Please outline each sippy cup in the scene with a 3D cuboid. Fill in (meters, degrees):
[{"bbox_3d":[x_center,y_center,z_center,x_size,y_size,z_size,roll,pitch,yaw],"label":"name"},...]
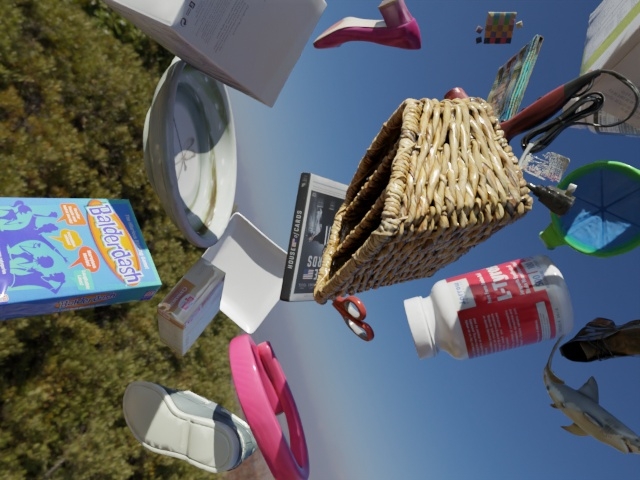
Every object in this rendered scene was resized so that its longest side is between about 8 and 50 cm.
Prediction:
[{"bbox_3d":[0.736,-0.082,1.283,0.224,0.305,0.240,-7,100,-57],"label":"sippy cup"}]

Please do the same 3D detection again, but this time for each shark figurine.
[{"bbox_3d":[0.532,0.311,1.023,0.278,0.116,0.166,45,-21,-5],"label":"shark figurine"}]

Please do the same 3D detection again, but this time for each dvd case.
[{"bbox_3d":[0.000,0.000,0.976,0.179,0.029,0.239,7,92,-58],"label":"dvd case"}]

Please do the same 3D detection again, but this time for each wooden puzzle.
[{"bbox_3d":[0.301,-0.359,0.838,0.006,0.083,0.050,-108,-163,-60],"label":"wooden puzzle"}]

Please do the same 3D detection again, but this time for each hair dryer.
[{"bbox_3d":[0.322,-0.179,0.809,0.293,0.224,0.080,31,4,34],"label":"hair dryer"}]

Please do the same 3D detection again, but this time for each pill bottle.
[{"bbox_3d":[0.824,-0.362,1.335,0.283,0.161,0.161,19,-48,45],"label":"pill bottle"},{"bbox_3d":[0.449,0.196,1.368,0.229,0.407,0.229,-16,90,-81],"label":"pill bottle"}]

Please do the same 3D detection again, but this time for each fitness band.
[{"bbox_3d":[-0.090,0.302,0.895,0.209,0.054,0.291,-105,174,-71],"label":"fitness band"}]

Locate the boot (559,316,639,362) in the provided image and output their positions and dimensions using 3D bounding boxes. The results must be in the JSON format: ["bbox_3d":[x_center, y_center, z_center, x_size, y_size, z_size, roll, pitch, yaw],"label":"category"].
[{"bbox_3d":[0.546,0.201,0.918,0.082,0.106,0.219,63,-9,2],"label":"boot"}]

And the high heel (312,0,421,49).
[{"bbox_3d":[0.099,-0.437,1.090,0.117,0.243,0.082,57,40,-28],"label":"high heel"}]

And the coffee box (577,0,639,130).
[{"bbox_3d":[0.694,-0.369,0.817,0.334,0.337,0.338,-60,179,-38],"label":"coffee box"}]

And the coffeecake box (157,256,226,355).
[{"bbox_3d":[-0.275,0.144,1.061,0.068,0.142,0.186,32,-35,5],"label":"coffeecake box"}]

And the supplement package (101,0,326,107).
[{"bbox_3d":[-0.160,-0.371,0.754,0.198,0.199,0.262,31,4,24],"label":"supplement package"}]

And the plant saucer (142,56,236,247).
[{"bbox_3d":[-0.274,-0.186,1.028,0.400,0.100,0.401,1,90,-84],"label":"plant saucer"}]

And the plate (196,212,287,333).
[{"bbox_3d":[-0.235,0.102,1.545,0.278,0.277,0.045,39,6,3],"label":"plate"}]

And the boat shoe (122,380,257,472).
[{"bbox_3d":[-0.260,0.355,0.967,0.099,0.319,0.117,16,85,-57],"label":"boat shoe"}]

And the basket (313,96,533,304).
[{"bbox_3d":[0.098,-0.062,0.712,0.299,0.222,0.214,126,-50,-63],"label":"basket"}]

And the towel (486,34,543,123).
[{"bbox_3d":[0.559,-0.422,1.556,0.271,0.040,0.371,150,-38,-83],"label":"towel"}]

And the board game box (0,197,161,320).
[{"bbox_3d":[-0.346,0.017,0.681,0.047,0.210,0.160,-44,-115,34],"label":"board game box"}]

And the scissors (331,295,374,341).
[{"bbox_3d":[0.025,0.140,1.159,0.297,0.021,0.109,25,-41,53],"label":"scissors"}]
